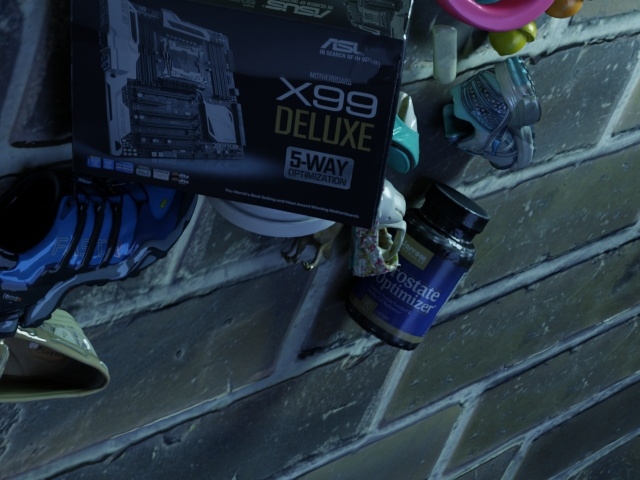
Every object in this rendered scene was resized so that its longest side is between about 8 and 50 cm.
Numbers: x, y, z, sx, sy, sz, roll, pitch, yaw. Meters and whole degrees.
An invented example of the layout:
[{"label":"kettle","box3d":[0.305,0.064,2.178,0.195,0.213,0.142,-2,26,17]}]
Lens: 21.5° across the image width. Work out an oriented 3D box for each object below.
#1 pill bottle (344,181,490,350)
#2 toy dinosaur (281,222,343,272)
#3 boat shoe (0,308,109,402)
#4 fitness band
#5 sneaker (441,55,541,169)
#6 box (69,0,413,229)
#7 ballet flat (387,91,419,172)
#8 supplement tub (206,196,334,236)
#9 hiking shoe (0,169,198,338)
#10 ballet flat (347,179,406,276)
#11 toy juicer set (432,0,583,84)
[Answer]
[{"label":"pill bottle","box3d":[0.138,0.033,2.346,0.219,0.123,0.123,-58,153,13]},{"label":"toy dinosaur","box3d":[0.000,0.000,2.163,0.092,0.053,0.183,-41,152,-23]},{"label":"boat shoe","box3d":[-0.330,0.122,1.755,0.285,0.089,0.105,-1,126,-57]},{"label":"fitness band","box3d":[0.231,-0.381,1.936,0.209,0.054,0.291,23,97,-40]},{"label":"sneaker","box3d":[0.221,-0.166,2.276,0.122,0.110,0.283,-15,161,0]},{"label":"box","box3d":[-0.078,-0.146,1.589,0.242,0.307,0.077,99,4,-46]},{"label":"ballet flat","box3d":[0.076,-0.151,2.065,0.087,0.083,0.247,-65,156,-3]},{"label":"supplement tub","box3d":[-0.030,-0.156,1.759,0.191,0.191,0.272,-31,147,-34]},{"label":"hiking shoe","box3d":[-0.238,-0.022,1.694,0.304,0.113,0.132,-37,145,-33]},{"label":"ballet flat","box3d":[0.073,-0.032,2.194,0.241,0.077,0.091,87,9,-61]},{"label":"toy juicer set","box3d":[0.228,-0.300,2.128,0.329,0.089,0.209,-29,167,-23]}]
